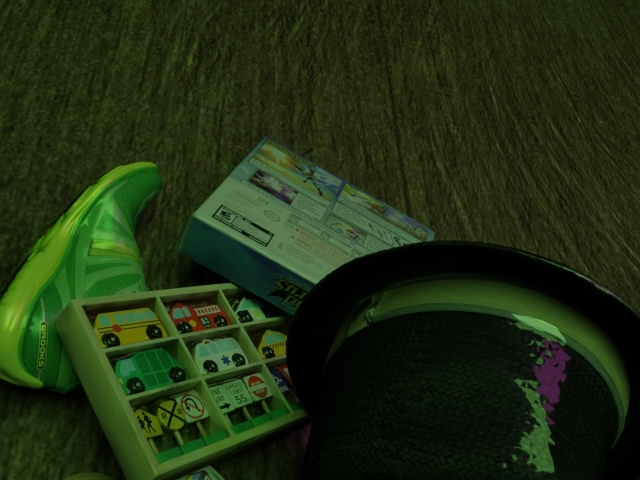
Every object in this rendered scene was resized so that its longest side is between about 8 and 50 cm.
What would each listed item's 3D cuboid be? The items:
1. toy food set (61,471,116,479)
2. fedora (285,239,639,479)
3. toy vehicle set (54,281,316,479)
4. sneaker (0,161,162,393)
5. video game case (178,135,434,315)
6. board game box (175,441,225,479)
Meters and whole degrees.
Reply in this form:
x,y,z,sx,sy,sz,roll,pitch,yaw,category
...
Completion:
x,y,z,sx,sy,sz,roll,pitch,yaw,category
-0.203,0.243,0.548,0.082,0.020,0.083,45,48,12,toy food set
0.098,0.160,0.493,0.334,0.334,0.152,32,45,1,fedora
-0.101,0.121,0.616,0.266,0.035,0.166,-2,51,-56,toy vehicle set
-0.236,0.032,0.664,0.123,0.109,0.296,40,42,-21,sneaker
0.000,0.000,0.779,0.269,0.061,0.244,30,33,-1,video game case
-0.074,0.334,0.501,0.305,0.053,0.193,42,48,4,board game box
